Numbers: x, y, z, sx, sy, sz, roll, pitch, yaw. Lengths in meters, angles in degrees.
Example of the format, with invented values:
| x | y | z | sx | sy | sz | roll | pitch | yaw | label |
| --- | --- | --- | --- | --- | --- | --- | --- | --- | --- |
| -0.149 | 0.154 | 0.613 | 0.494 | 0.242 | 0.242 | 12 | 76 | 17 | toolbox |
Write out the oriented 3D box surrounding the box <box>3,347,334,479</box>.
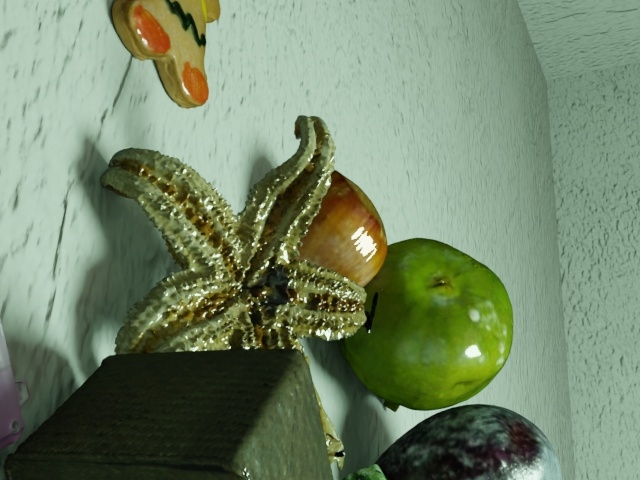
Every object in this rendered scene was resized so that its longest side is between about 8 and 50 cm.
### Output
| x | y | z | sx | sy | sz | roll | pitch | yaw | label |
| --- | --- | --- | --- | --- | --- | --- | --- | --- | --- |
| -0.082 | 0.230 | 0.666 | 0.143 | 0.184 | 0.273 | -53 | 135 | -59 | box |

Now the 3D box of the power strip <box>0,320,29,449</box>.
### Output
| x | y | z | sx | sy | sz | roll | pitch | yaw | label |
| --- | --- | --- | --- | --- | --- | --- | --- | --- | --- |
| -0.267 | 0.102 | 0.495 | 0.279 | 0.038 | 0.109 | -24 | 105 | -67 | power strip |

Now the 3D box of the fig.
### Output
| x | y | z | sx | sy | sz | roll | pitch | yaw | label |
| --- | --- | --- | --- | --- | --- | --- | --- | --- | --- |
| 0.102 | 0.130 | 1.189 | 0.233 | 0.314 | 0.233 | 20 | 51 | -27 | fig |

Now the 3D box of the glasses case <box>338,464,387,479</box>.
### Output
| x | y | z | sx | sy | sz | roll | pitch | yaw | label |
| --- | --- | --- | --- | --- | --- | --- | --- | --- | --- |
| 0.078 | 0.361 | 0.951 | 0.272 | 0.095 | 0.062 | 56 | -10 | 53 | glasses case |

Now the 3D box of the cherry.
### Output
| x | y | z | sx | sy | sz | roll | pitch | yaw | label |
| --- | --- | --- | --- | --- | --- | --- | --- | --- | --- |
| 0.182 | 0.342 | 1.183 | 0.255 | 0.296 | 0.218 | 22 | 26 | -31 | cherry |

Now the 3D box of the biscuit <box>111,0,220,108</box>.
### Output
| x | y | z | sx | sy | sz | roll | pitch | yaw | label |
| --- | --- | --- | --- | --- | --- | --- | --- | --- | --- |
| -0.144 | -0.270 | 0.930 | 0.165 | 0.036 | 0.250 | 49 | 38 | -53 | biscuit |

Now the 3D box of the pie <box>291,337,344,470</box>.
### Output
| x | y | z | sx | sy | sz | roll | pitch | yaw | label |
| --- | --- | --- | --- | --- | --- | --- | --- | --- | --- |
| -0.051 | 0.151 | 0.937 | 0.282 | 0.068 | 0.128 | 62 | 32 | -21 | pie |

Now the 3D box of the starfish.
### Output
| x | y | z | sx | sy | sz | roll | pitch | yaw | label |
| --- | --- | --- | --- | --- | --- | --- | --- | --- | --- |
| -0.054 | 0.037 | 0.820 | 0.303 | 0.113 | 0.311 | 14 | 76 | -35 | starfish |

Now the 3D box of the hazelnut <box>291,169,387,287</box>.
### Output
| x | y | z | sx | sy | sz | roll | pitch | yaw | label |
| --- | --- | --- | --- | --- | --- | --- | --- | --- | --- |
| 0.000 | 0.000 | 1.068 | 0.150 | 0.150 | 0.150 | -9 | 90 | -67 | hazelnut |
